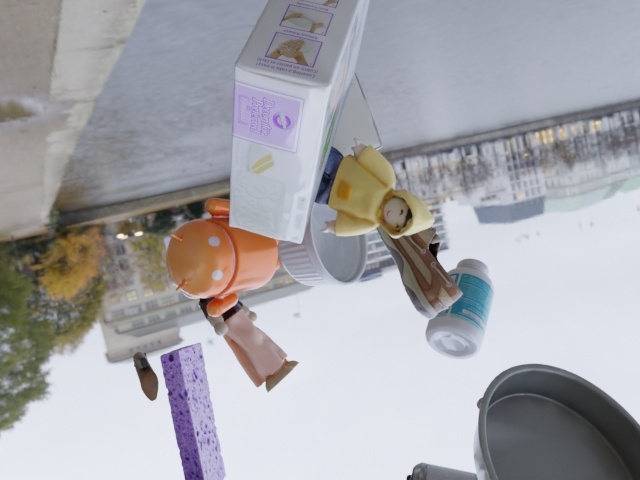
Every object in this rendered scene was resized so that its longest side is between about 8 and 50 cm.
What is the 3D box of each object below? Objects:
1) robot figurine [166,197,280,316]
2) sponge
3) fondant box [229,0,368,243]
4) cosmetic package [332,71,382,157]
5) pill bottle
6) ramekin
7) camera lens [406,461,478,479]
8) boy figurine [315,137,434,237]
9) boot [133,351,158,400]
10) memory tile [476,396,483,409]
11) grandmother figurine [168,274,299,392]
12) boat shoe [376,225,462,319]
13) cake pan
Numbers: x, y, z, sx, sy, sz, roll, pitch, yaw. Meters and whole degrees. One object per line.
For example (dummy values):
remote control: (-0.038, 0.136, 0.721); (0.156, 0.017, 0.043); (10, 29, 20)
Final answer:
robot figurine: (-0.154, 0.027, 0.997); (0.219, 0.128, 0.158); (-6, 135, -56)
sponge: (-0.180, 0.257, 0.892); (0.031, 0.209, 0.117); (-13, 175, 3)
fondant box: (-0.015, -0.198, 0.741); (0.096, 0.238, 0.330); (14, -128, 1)
cosmetic package: (0.011, -0.226, 1.312); (0.113, 0.160, 0.309); (-21, -178, -12)
pill bottle: (0.378, 0.172, 1.649); (0.146, 0.146, 0.264); (-8, -140, 37)
ramekin: (0.000, 0.000, 1.300); (0.109, 0.207, 0.207); (-13, -175, 35)
camera lens: (0.346, 0.696, 1.574); (0.275, 0.219, 0.219); (8, -169, 12)
boy figurine: (0.058, -0.079, 1.074); (0.285, 0.177, 0.092); (32, -161, 20)
boot: (-0.420, 0.324, 1.488); (0.042, 0.118, 0.087); (-11, 174, -26)
memory tile: (0.369, 0.309, 1.118); (0.148, 0.012, 0.113); (-9, -146, -23)
grandmother figurine: (-0.196, 0.169, 1.328); (0.104, 0.342, 0.208); (-43, 174, -2)
boat shoe: (0.215, 0.013, 1.384); (0.117, 0.324, 0.123); (-29, 159, 15)
cake pan: (0.318, 0.295, 0.787); (0.293, 0.293, 0.054); (-17, 149, -39)
